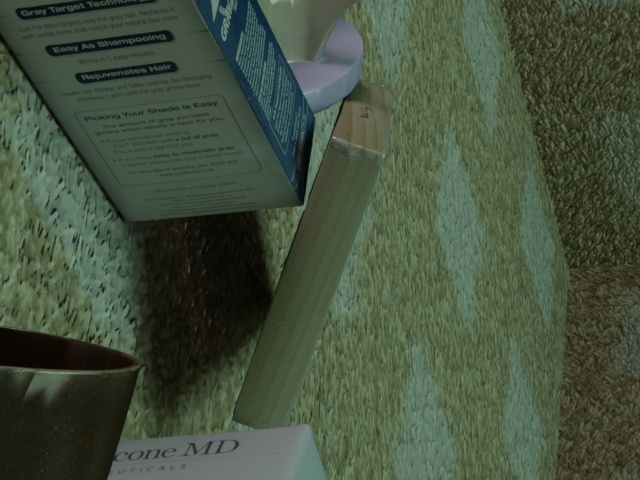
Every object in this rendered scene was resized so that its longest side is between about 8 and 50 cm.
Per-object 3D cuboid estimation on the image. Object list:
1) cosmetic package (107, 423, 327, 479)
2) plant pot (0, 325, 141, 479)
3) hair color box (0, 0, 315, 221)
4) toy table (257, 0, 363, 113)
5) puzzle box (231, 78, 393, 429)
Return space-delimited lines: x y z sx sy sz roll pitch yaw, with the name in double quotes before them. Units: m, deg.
"cosmetic package" -0.139 0.317 1.149 0.453 0.230 0.161 -67 145 -60
"plant pot" -0.228 0.169 1.011 0.215 0.215 0.230 4 94 -73
"hair color box" -0.139 -0.160 1.416 0.347 0.174 0.105 62 29 -50
"toy table" -0.049 -0.232 1.679 0.274 0.252 0.161 -78 173 -63
"puzzle box" 0.000 0.000 1.684 0.409 0.052 0.272 -75 -177 -78
